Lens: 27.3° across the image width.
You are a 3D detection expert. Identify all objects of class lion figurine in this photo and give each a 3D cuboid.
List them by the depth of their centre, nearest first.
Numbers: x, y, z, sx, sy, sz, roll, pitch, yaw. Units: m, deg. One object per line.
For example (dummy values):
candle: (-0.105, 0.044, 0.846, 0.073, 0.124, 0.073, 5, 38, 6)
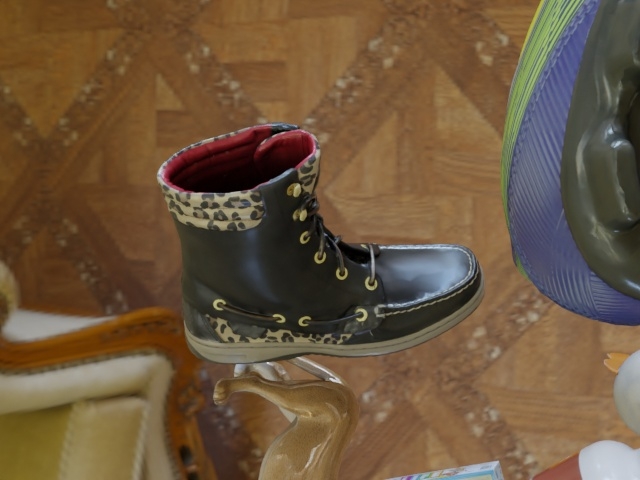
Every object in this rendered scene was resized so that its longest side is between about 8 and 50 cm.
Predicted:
lion figurine: (-0.026, 0.285, 1.640, 0.240, 0.142, 0.392, 8, 70, 8)

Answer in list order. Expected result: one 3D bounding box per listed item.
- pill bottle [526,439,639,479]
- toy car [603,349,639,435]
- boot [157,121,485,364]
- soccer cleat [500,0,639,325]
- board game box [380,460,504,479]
pill bottle: (0.196, 0.225, 0.983, 0.216, 0.121, 0.121, -35, 74, 20)
toy car: (0.428, 0.194, 1.513, 0.238, 0.210, 0.219, 53, 129, 45)
boot: (0.000, 0.000, 1.556, 0.378, 0.138, 0.284, -7, 132, 5)
soccer cleat: (0.114, -0.114, 0.420, 0.121, 0.093, 0.289, 154, 132, -76)
board game box: (0.129, 0.299, 1.406, 0.154, 0.026, 0.103, -13, 96, 23)
